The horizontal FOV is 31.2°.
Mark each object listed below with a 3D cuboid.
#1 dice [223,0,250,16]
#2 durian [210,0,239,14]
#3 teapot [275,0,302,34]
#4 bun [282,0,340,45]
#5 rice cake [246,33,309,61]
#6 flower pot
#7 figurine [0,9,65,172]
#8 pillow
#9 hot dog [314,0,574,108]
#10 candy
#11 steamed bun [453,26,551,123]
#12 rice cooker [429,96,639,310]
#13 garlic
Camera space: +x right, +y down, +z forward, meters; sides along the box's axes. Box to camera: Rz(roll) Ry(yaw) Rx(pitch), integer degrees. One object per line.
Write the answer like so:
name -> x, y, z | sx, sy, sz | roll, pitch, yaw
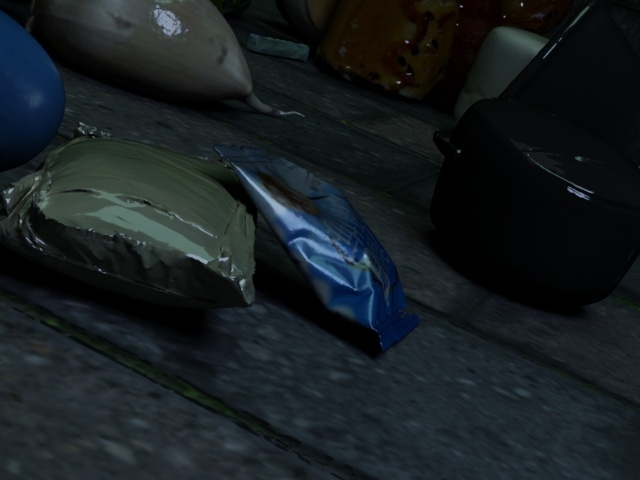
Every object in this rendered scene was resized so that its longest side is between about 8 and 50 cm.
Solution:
dice -> -0.203, -0.530, 1.692 | 0.322, 0.330, 0.318 | 20, 20, -8
durian -> -0.239, -0.401, 1.471 | 0.352, 0.169, 0.158 | 34, 5, 2
teapot -> 0.025, -0.367, 1.842 | 0.178, 0.135, 0.252 | -23, 56, -20
bun -> 0.056, -0.419, 1.655 | 0.299, 0.299, 0.165 | 9, 26, -38
rice cake -> -0.054, -0.252, 1.500 | 0.021, 0.022, 0.121 | 28, 16, 30
flower pot -> 0.255, -0.118, 1.146 | 0.148, 0.235, 0.235 | 41, 17, 4
figurine -> -0.305, -0.175, 0.519 | 0.416, 0.298, 0.243 | 26, -11, 23
pillow -> -0.086, -0.017, 0.576 | 0.119, 0.053, 0.208 | 21, 14, -7
hot dog -> 0.209, -0.358, 1.565 | 0.367, 0.365, 0.196 | 5, 25, -41
candy -> 0.000, 0.000, 0.613 | 0.136, 0.038, 0.088 | 50, 20, 7
steamed bun -> 0.255, -0.171, 1.392 | 0.164, 0.146, 0.241 | 23, 17, -4
rice cooker -> 0.153, -0.031, 0.825 | 0.142, 0.118, 0.203 | 16, 17, -17
garlic -> -0.125, -0.163, 0.998 | 0.266, 0.128, 0.148 | 29, 25, -11
